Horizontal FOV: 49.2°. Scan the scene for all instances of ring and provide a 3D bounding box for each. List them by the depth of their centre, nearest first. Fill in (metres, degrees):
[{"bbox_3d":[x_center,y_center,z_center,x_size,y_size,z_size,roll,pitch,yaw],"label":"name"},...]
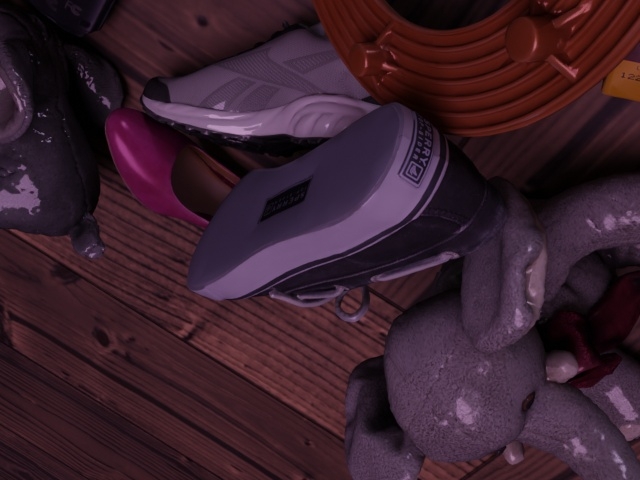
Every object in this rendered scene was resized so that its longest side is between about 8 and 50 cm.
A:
[{"bbox_3d":[0.054,-0.219,0.356,0.337,0.032,0.336,36,133,52],"label":"ring"}]

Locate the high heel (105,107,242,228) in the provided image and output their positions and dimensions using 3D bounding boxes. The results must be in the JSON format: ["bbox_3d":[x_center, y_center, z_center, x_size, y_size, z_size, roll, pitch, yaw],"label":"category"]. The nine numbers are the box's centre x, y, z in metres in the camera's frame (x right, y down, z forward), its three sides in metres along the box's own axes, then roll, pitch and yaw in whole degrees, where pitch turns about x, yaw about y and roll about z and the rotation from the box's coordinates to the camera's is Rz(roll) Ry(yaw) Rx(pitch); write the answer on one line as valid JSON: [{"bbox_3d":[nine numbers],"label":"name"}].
[{"bbox_3d":[-0.081,-0.039,0.640,0.117,0.082,0.244,-7,134,40],"label":"high heel"}]

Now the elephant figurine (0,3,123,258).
[{"bbox_3d":[-0.276,-0.134,0.646,0.186,0.169,0.239,8,117,-17],"label":"elephant figurine"}]

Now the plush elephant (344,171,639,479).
[{"bbox_3d":[0.154,0.079,0.525,0.330,0.255,0.271,26,132,5],"label":"plush elephant"}]

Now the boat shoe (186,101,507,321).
[{"bbox_3d":[0.001,-0.004,0.512,0.105,0.113,0.306,31,149,-24],"label":"boat shoe"}]

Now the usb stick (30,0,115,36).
[{"bbox_3d":[-0.157,-0.273,0.542,0.077,0.045,0.278,37,132,-14],"label":"usb stick"}]

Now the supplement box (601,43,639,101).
[{"bbox_3d":[0.234,-0.180,0.329,0.129,0.191,0.194,17,131,15],"label":"supplement box"}]

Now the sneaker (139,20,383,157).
[{"bbox_3d":[-0.034,-0.125,0.579,0.272,0.100,0.107,7,90,31],"label":"sneaker"}]
